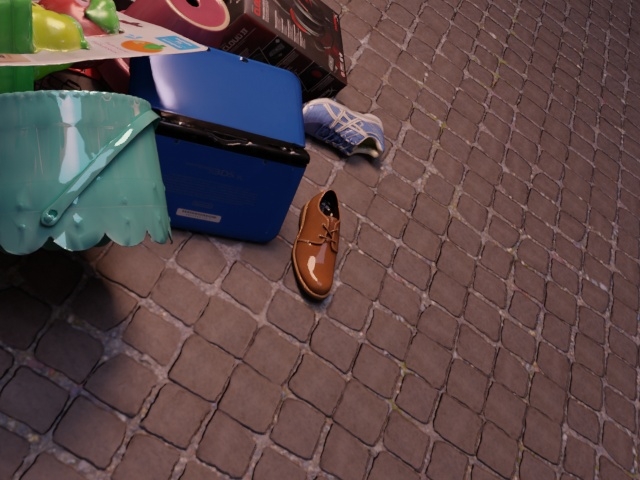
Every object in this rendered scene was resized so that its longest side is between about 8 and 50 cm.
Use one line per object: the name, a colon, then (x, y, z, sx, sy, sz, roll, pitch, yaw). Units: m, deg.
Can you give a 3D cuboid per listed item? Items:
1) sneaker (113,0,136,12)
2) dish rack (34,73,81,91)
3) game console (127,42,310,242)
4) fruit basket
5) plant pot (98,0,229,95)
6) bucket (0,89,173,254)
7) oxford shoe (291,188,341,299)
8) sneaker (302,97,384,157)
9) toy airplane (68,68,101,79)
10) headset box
sneaker: (-0.384, -0.442, 1.368, 0.178, 0.072, 0.077, 27, 35, -22)
dish rack: (-0.471, -0.195, 1.121, 0.272, 0.074, 0.208, 30, 44, -9)
game console: (-0.181, -0.160, 1.208, 0.293, 0.250, 0.173, 11, 28, -27)
fruit basket: (-0.389, -0.301, 1.029, 0.327, 0.165, 0.353, 30, 39, 35)
plant pot: (-0.254, -0.341, 1.278, 0.201, 0.180, 0.201, 25, 44, -27)
bucket: (-0.323, -0.076, 0.945, 0.281, 0.281, 0.183, -5, 92, -36)
oxford shoe: (0.000, 0.000, 1.282, 0.076, 0.076, 0.212, 18, 51, -24)
sneaker: (0.041, -0.216, 1.469, 0.211, 0.080, 0.081, 7, 51, -28)
toy airplane: (-0.402, -0.333, 1.298, 0.151, 0.028, 0.151, 25, 45, -27)
headset box: (-0.093, -0.414, 1.457, 0.293, 0.110, 0.218, 28, 44, -37)
